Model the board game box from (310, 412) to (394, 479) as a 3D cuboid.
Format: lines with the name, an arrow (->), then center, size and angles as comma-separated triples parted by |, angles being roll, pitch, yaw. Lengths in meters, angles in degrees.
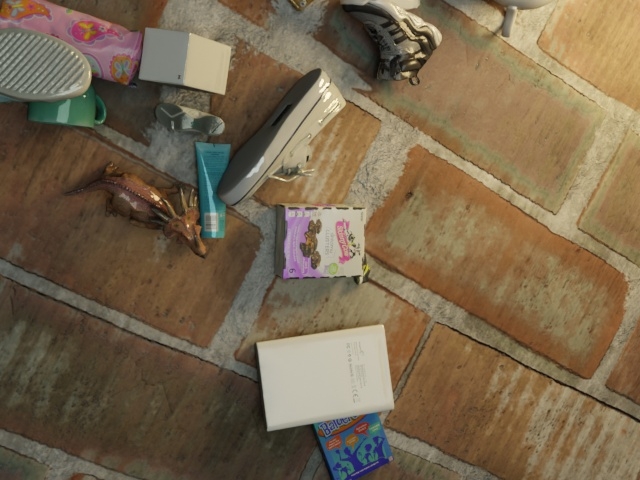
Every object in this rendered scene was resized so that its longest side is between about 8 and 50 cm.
board game box -> 0.070, 0.467, 2.176 | 0.160, 0.047, 0.210 | -24, 105, -15

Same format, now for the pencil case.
pencil case -> -0.487, -0.390, 1.765 | 0.284, 0.124, 0.124 | 13, 95, -14

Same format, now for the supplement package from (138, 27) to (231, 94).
supplement package -> -0.270, -0.359, 1.825 | 0.105, 0.179, 0.105 | 12, 97, 19

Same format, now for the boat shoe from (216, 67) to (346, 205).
boat shoe -> -0.066, -0.192, 1.975 | 0.156, 0.136, 0.367 | 45, 71, -26

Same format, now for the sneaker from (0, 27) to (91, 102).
sneaker -> -0.596, -0.316, 1.700 | 0.366, 0.150, 0.135 | 7, 83, 4

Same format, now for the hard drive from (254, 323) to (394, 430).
hard drive -> 0.010, 0.316, 2.101 | 0.308, 0.040, 0.203 | -7, 88, -15

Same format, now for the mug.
mug -> -0.508, -0.279, 1.801 | 0.130, 0.158, 0.097 | 6, 95, 3

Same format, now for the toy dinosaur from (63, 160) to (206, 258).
toy dinosaur -> -0.359, -0.079, 1.840 | 0.296, 0.200, 0.127 | 21, 91, -22

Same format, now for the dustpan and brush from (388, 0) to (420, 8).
dustpan and brush -> 0.116, -0.578, 2.015 | 0.211, 0.060, 0.147 | -16, 117, -24

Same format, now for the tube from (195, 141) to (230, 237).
tube -> -0.234, -0.109, 1.966 | 0.080, 0.052, 0.207 | -1, 95, -33

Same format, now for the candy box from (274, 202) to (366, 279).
candy box -> 0.000, 0.000, 2.056 | 0.196, 0.070, 0.164 | -1, 99, -20

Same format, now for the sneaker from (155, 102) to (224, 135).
sneaker -> -0.276, -0.255, 1.923 | 0.152, 0.061, 0.053 | 16, 101, -3

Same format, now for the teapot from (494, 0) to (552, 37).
teapot -> 0.470, -0.638, 2.070 | 0.256, 0.187, 0.252 | -31, 90, 14

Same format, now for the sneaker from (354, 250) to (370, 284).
sneaker -> 0.099, 0.062, 2.130 | 0.035, 0.031, 0.083 | -3, 105, -34

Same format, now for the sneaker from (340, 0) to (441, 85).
sneaker -> 0.144, -0.440, 2.007 | 0.269, 0.101, 0.153 | 18, 92, -32

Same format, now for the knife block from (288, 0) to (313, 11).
knife block -> 0.040, -0.650, 1.965 | 0.276, 0.242, 0.088 | -31, 115, 35
